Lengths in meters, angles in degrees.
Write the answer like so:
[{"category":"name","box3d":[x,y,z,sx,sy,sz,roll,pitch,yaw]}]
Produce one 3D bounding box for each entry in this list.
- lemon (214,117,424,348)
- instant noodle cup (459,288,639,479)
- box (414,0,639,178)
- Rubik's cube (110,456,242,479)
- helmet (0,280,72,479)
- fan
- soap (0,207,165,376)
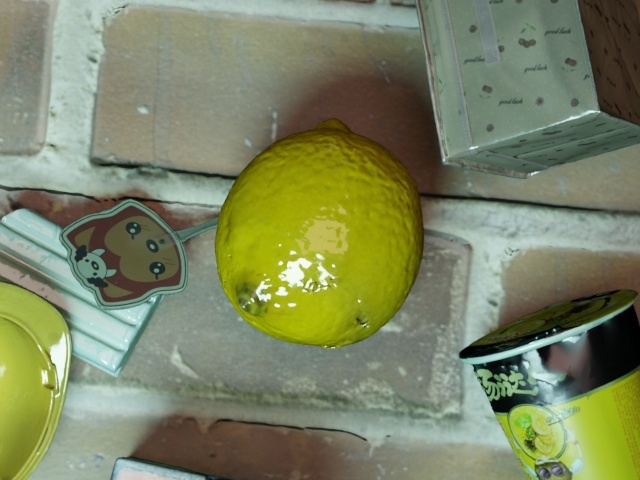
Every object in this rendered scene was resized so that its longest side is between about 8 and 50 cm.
[{"category":"lemon","box3d":[0.004,-0.008,1.409,0.228,0.228,0.253,26,78,-1]},{"category":"instant noodle cup","box3d":[0.290,0.194,1.426,0.215,0.215,0.236,-21,92,-9]},{"category":"box","box3d":[0.243,-0.239,1.446,0.190,0.225,0.297,-14,80,31]},{"category":"Rubik's cube","box3d":[-0.135,0.346,1.344,0.207,0.205,0.205,12,79,-2]},{"category":"helmet","box3d":[-0.397,0.163,1.381,0.205,0.140,0.257,32,75,-35]},{"category":"fan","box3d":[-0.184,0.004,1.454,0.220,0.009,0.132,-22,68,-33]},{"category":"soap","box3d":[-0.289,0.056,1.446,0.198,0.066,0.119,29,74,-1]}]
